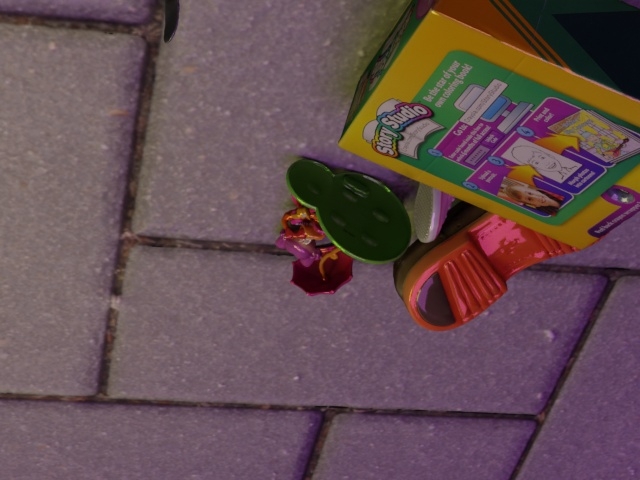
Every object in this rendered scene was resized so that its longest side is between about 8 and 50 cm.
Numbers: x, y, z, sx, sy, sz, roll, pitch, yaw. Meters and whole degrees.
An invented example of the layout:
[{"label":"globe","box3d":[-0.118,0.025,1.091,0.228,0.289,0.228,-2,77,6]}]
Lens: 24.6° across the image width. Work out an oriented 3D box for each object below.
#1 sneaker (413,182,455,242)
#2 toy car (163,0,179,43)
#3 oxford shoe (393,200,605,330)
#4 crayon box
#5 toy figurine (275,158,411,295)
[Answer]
[{"label":"sneaker","box3d":[0.154,-0.063,1.757,0.070,0.051,0.134,3,93,-25]},{"label":"toy car","box3d":[-0.115,-0.277,1.423,0.149,0.188,0.155,28,127,-32]},{"label":"oxford shoe","box3d":[0.242,-0.039,1.795,0.364,0.132,0.130,-32,119,0]},{"label":"crayon box","box3d":[0.214,-0.139,1.516,0.313,0.106,0.363,23,159,-6]},{"label":"toy figurine","box3d":[0.000,0.000,1.810,0.173,0.130,0.159,32,137,-8]}]
